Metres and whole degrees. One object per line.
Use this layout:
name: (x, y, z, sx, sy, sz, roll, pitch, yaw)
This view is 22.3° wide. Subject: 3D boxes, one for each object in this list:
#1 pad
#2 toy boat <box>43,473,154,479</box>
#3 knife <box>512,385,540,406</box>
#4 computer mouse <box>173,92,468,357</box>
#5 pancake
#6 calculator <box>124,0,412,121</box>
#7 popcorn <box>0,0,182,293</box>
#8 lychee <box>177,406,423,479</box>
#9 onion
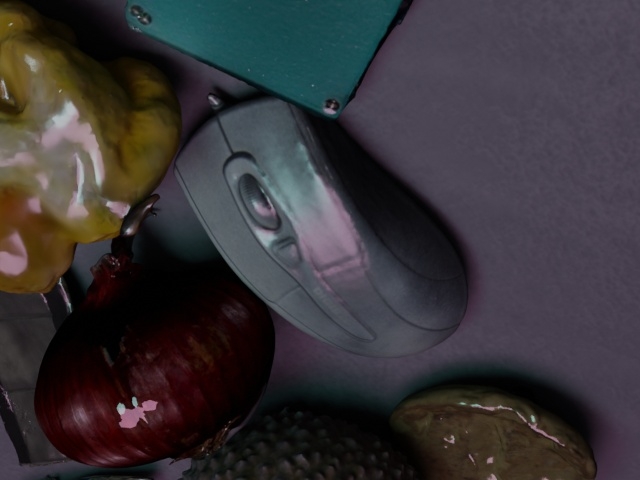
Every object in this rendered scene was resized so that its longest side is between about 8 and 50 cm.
pad: (-0.318, 0.152, 1.856, 0.174, 0.022, 0.233, -8, 109, 32)
toy boat: (-0.288, 0.324, 2.017, 0.210, 0.066, 0.084, -21, 122, 27)
knife: (0.239, 0.204, 1.816, 0.031, 0.018, 0.121, -14, 122, 22)
computer mouse: (0.000, 0.000, 1.647, 0.188, 0.122, 0.371, -29, 114, 31)
pancake: (0.195, 0.236, 1.824, 0.241, 0.050, 0.242, 17, 142, 14)
calculator: (-0.032, -0.257, 1.475, 0.248, 0.058, 0.274, 23, 131, -4)
popcorn: (-0.312, -0.082, 1.574, 0.315, 0.281, 0.297, 24, 101, -24)
lychee: (-0.023, 0.329, 1.822, 0.300, 0.300, 0.300, 7, 130, 8)
onion: (-0.187, 0.105, 1.694, 0.273, 0.273, 0.285, -21, 98, 28)
